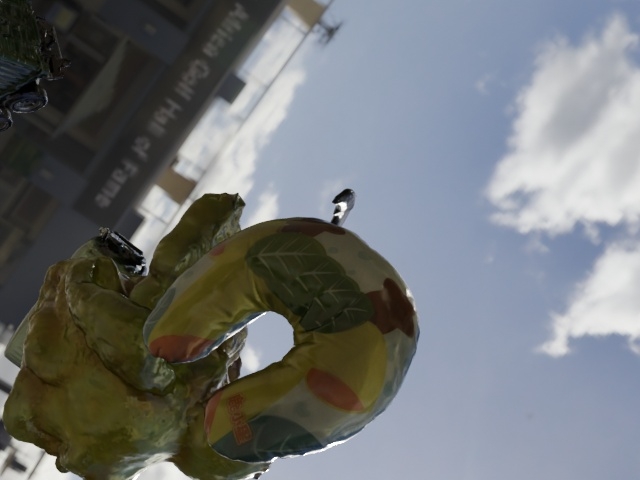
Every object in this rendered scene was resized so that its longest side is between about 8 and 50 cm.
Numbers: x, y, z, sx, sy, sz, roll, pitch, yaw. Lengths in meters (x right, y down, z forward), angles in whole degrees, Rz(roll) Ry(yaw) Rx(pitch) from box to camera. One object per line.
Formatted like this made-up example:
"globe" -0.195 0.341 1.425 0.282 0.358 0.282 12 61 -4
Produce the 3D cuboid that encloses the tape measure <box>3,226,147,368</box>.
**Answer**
"tape measure" -0.311 0.078 1.519 0.235 0.115 0.207 -50 -175 9

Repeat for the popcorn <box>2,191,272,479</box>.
"popcorn" -0.205 0.120 1.227 0.326 0.290 0.321 58 24 -84

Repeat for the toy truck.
"toy truck" -0.325 -0.118 0.879 0.259 0.121 0.088 -23 -107 27

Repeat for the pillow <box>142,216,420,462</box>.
"pillow" -0.029 0.079 0.941 0.214 0.086 0.233 -35 -126 -5

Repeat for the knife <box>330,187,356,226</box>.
"knife" 0.004 -0.004 1.187 0.045 0.021 0.222 -41 169 -27
